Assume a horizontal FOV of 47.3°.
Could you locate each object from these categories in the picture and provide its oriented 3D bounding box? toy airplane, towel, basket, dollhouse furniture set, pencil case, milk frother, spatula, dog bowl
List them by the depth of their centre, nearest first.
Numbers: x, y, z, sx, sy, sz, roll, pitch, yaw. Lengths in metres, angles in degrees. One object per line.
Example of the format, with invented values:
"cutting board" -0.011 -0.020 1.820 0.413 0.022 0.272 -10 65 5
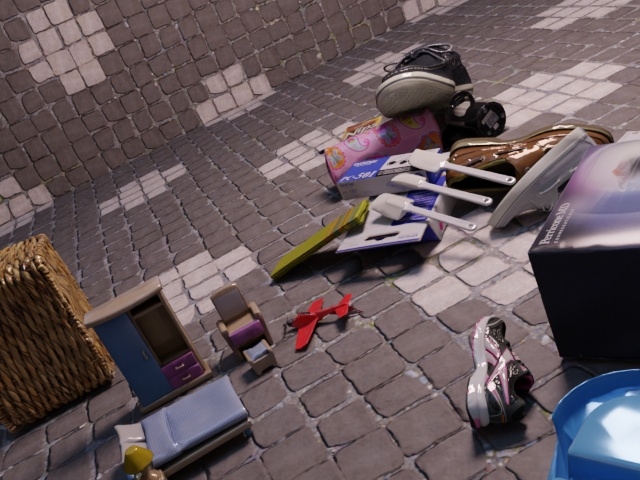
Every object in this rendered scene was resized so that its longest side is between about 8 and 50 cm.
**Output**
"dog bowl" 0.284 0.249 0.703 0.166 0.074 0.297 1 35 45
"dollhouse furniture set" -0.206 0.194 1.129 0.287 0.198 0.303 -29 25 -9
"toy airplane" 0.000 0.131 1.270 0.151 0.028 0.151 -21 23 9
"spatula" 0.221 -0.088 1.345 0.242 0.019 0.168 22 61 43
"basket" -0.561 0.165 1.397 0.223 0.299 0.213 -28 24 -8
"towel" 0.000 0.000 1.470 0.237 0.021 0.102 -34 11 26
"milk frother" 0.333 -0.301 1.709 0.129 0.143 0.135 -37 26 -16
"pencil case" 0.147 -0.213 1.735 0.284 0.124 0.124 -23 24 8

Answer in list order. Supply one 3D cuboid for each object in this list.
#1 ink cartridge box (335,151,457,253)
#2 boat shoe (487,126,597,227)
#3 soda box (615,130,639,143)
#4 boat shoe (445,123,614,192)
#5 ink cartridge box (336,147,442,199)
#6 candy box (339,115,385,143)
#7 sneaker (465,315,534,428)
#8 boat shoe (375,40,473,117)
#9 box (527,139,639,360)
"ink cartridge box" 0.175 -0.065 1.467 0.176 0.069 0.371 -9 26 30
"boat shoe" 0.393 -0.093 1.276 0.227 0.081 0.079 -47 -10 13
"soda box" 0.507 -0.105 1.229 0.216 0.069 0.074 -40 28 -29
"boat shoe" 0.388 -0.137 1.373 0.308 0.110 0.104 -7 43 28
"ink cartridge box" 0.145 -0.137 1.513 0.207 0.046 0.097 -6 29 34
"candy box" 0.111 -0.264 1.955 0.109 0.053 0.186 -16 24 22
"sneaker" 0.235 0.171 0.938 0.077 0.071 0.178 -2 38 19
"boat shoe" 0.249 -0.396 1.779 0.187 0.155 0.500 -16 4 28
"box" 0.462 -0.001 0.921 0.294 0.182 0.296 -5 29 39
